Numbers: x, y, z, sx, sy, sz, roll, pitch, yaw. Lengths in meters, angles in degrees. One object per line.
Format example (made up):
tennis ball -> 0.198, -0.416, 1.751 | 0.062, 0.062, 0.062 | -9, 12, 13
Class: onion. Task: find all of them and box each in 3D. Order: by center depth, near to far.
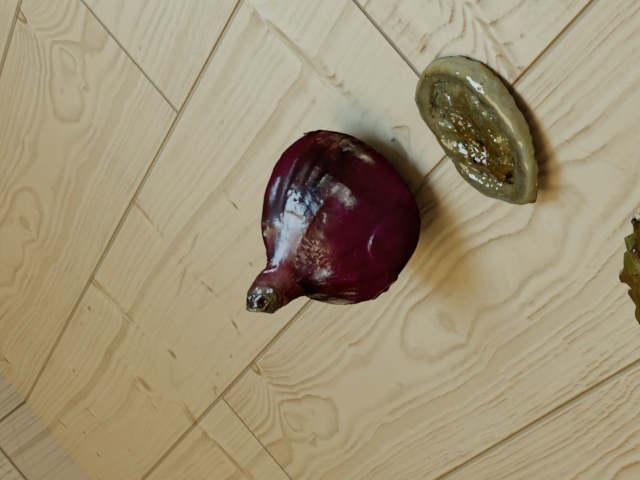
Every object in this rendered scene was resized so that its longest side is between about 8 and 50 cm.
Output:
onion -> 0.013, 0.002, 1.829 | 0.135, 0.198, 0.173 | 11, 145, 31

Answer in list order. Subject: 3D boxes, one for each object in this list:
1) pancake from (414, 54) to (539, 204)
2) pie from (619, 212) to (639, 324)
pancake -> 0.137, -0.091, 1.672 | 0.152, 0.025, 0.151 | 41, 154, 25
pie -> 0.358, 0.098, 1.449 | 0.288, 0.103, 0.354 | 23, 148, 48
